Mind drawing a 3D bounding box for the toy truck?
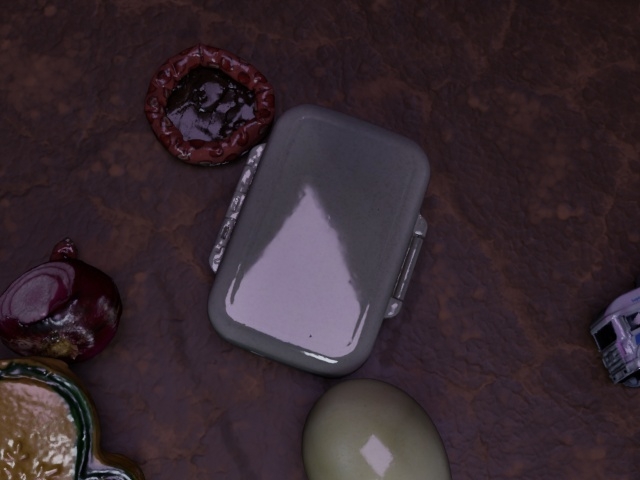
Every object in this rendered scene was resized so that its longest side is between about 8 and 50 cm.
[{"bbox_3d":[0.531,0.101,1.493,0.268,0.124,0.155,-22,72,-12],"label":"toy truck"}]

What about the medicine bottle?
[{"bbox_3d":[0.000,0.000,1.468,0.282,0.123,0.375,20,75,1],"label":"medicine bottle"}]

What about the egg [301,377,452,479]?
[{"bbox_3d":[0.081,0.308,1.368,0.189,0.188,0.253,-32,88,-11],"label":"egg"}]

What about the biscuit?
[{"bbox_3d":[-0.381,0.329,1.339,0.287,0.057,0.343,11,95,-5],"label":"biscuit"}]

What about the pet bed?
[{"bbox_3d":[-0.171,-0.206,1.540,0.201,0.053,0.201,0,74,0],"label":"pet bed"}]

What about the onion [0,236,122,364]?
[{"bbox_3d":[-0.359,0.090,1.425,0.173,0.135,0.198,-12,38,9],"label":"onion"}]
